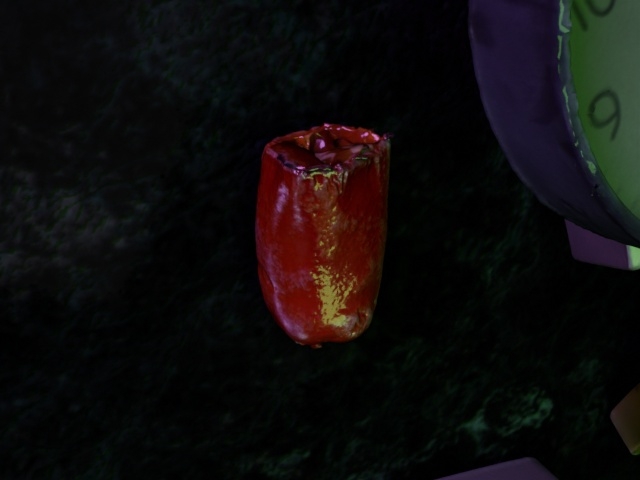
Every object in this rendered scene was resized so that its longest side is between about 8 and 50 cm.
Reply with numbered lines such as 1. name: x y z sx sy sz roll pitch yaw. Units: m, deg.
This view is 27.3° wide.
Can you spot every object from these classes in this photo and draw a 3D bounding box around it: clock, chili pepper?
1. clock: 0.221 -0.141 0.660 0.325 0.067 0.325 -12 115 -28
2. chili pepper: 0.000 0.000 0.717 0.070 0.073 0.123 7 118 10

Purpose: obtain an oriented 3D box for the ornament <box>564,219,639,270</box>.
1. ornament: 0.281 -0.046 0.837 0.285 0.130 0.120 -5 99 -34

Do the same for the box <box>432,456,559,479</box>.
1. box: 0.101 0.242 0.889 0.210 0.129 0.148 -8 122 -30

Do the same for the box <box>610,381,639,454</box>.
1. box: 0.376 0.060 0.975 0.311 0.043 0.173 -16 153 -26
